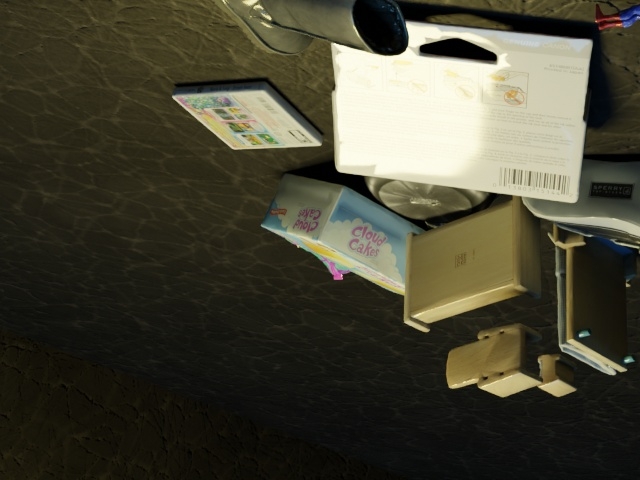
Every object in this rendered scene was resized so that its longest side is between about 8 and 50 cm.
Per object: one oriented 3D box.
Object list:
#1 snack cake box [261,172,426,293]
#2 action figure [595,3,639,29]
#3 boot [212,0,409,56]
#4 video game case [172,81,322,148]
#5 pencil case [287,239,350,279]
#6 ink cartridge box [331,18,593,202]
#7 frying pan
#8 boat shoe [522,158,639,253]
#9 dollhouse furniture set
[{"bbox_3d":[0.067,0.001,2.107,0.264,0.089,0.152,27,175,-35],"label":"snack cake box"},{"bbox_3d":[0.336,-0.232,1.473,0.115,0.030,0.038,-1,162,19],"label":"action figure"},{"bbox_3d":[0.006,-0.229,1.520,0.208,0.076,0.189,12,176,34],"label":"boot"},{"bbox_3d":[-0.094,-0.162,1.923,0.143,0.019,0.157,0,158,31],"label":"video game case"},{"bbox_3d":[0.000,0.000,2.228,0.064,0.070,0.151,-2,156,33],"label":"pencil case"},{"bbox_3d":[0.162,-0.168,1.692,0.296,0.066,0.261,8,140,11],"label":"ink cartridge box"},{"bbox_3d":[0.135,-0.052,2.052,0.197,0.053,0.326,15,157,-6],"label":"frying pan"},{"bbox_3d":[0.408,-0.035,1.842,0.306,0.113,0.105,4,165,29],"label":"boat shoe"},{"bbox_3d":[0.289,0.118,2.020,0.303,0.286,0.198,26,146,-38],"label":"dollhouse furniture set"}]
